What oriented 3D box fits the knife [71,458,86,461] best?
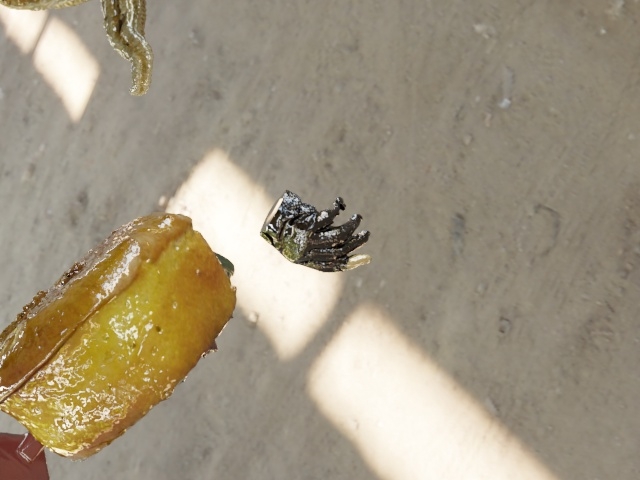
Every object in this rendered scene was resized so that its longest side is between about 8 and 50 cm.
[{"bbox_3d":[-0.372,0.320,1.526,0.044,0.023,0.162,-50,-4,-18],"label":"knife"}]

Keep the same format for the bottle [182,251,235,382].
[{"bbox_3d":[-0.264,0.154,1.951,0.143,0.156,0.271,95,-168,-74],"label":"bottle"}]

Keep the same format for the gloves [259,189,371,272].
[{"bbox_3d":[0.000,0.000,1.567,0.129,0.180,0.106,-55,11,35],"label":"gloves"}]

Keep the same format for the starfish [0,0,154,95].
[{"bbox_3d":[-0.256,-0.353,1.215,0.327,0.094,0.375,-25,75,19],"label":"starfish"}]

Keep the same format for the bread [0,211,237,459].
[{"bbox_3d":[-0.238,0.105,1.105,0.312,0.172,0.312,-41,8,7],"label":"bread"}]

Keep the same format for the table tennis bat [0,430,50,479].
[{"bbox_3d":[-0.498,0.379,1.550,0.038,0.200,0.310,-12,35,49],"label":"table tennis bat"}]
